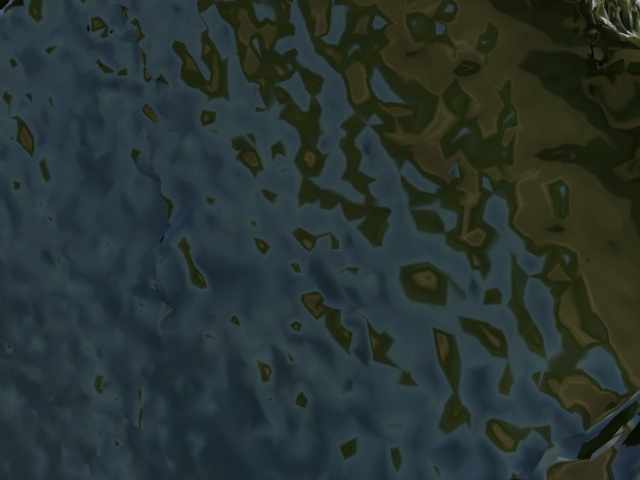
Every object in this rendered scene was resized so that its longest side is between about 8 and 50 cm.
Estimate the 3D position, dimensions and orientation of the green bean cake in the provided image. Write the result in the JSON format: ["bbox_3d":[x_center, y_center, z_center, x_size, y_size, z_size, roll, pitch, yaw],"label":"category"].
[{"bbox_3d":[0.000,0.000,0.486,0.335,0.319,0.218,57,-158,20],"label":"green bean cake"}]
